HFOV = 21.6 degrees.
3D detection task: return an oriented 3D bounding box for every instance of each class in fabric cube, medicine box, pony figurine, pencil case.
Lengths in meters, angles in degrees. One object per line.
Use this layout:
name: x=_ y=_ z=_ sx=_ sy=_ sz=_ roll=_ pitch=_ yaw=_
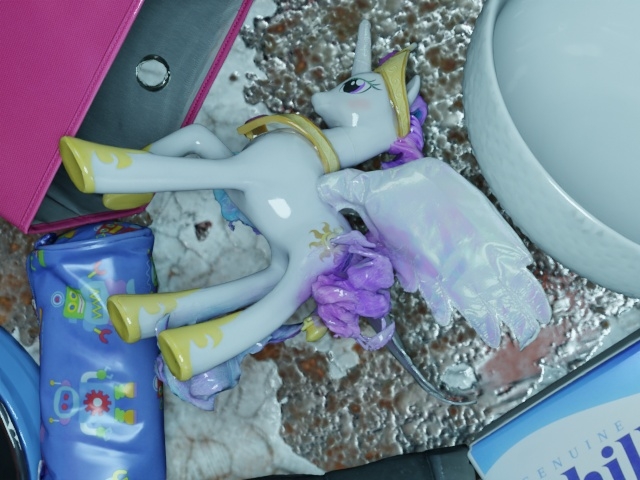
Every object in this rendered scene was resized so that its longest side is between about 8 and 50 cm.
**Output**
fabric cube: x=-0.258 y=-0.185 z=1.527 sx=0.258 sy=0.259 sz=0.254 roll=31 pitch=103 yaw=13
medicine box: x=0.319 y=0.222 z=1.455 sx=0.263 sy=0.149 sz=0.289 roll=-35 pitch=86 yaw=16
pony figurine: x=0.000 y=0.000 z=1.440 sx=0.363 sy=0.303 sz=0.351 roll=-22 pitch=76 yaw=-25
pencil case: x=-0.217 y=0.134 z=1.614 sx=0.133 sy=0.119 sz=0.306 roll=-2 pitch=94 yaw=-1

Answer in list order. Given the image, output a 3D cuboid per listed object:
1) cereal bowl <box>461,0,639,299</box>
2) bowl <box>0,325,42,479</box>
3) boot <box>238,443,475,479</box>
cereal bowl: x=0.265 y=-0.089 z=1.388 sx=0.339 sy=0.339 sz=0.141 roll=44 pitch=146 yaw=8
bowl: x=-0.441 y=0.244 z=1.712 sx=0.391 sy=0.077 sz=0.391 roll=2 pitch=96 yaw=16
boot: x=-0.062 y=0.384 z=1.462 sx=0.445 sy=0.146 sz=0.367 roll=-9 pitch=68 yaw=0
